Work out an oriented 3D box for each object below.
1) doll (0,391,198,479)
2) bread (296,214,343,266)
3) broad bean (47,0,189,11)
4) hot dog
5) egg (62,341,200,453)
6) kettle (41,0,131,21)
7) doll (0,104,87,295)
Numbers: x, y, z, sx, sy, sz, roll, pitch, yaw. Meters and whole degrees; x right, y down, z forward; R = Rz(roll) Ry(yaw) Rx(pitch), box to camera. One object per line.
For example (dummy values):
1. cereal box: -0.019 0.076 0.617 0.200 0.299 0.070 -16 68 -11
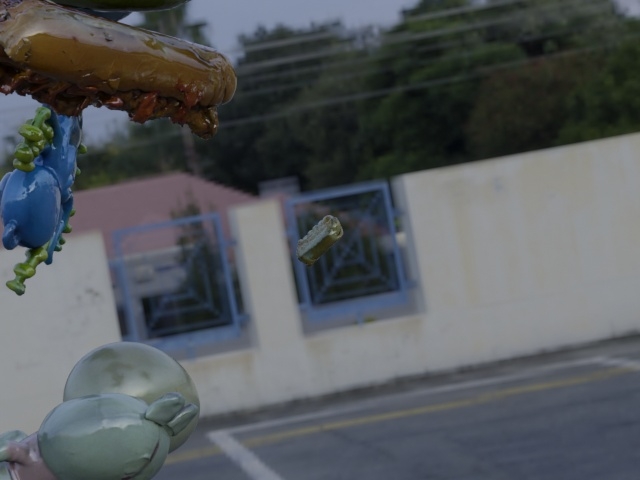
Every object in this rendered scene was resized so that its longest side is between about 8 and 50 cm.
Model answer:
1. doll: -0.263 0.233 1.535 0.275 0.113 0.155 -13 -32 18
2. bread: 0.000 0.000 2.066 0.034 0.049 0.088 30 -63 -33
3. broad bean: -0.246 -0.352 1.711 0.291 0.119 0.238 -8 42 -28
4. hot dog: -0.245 -0.187 1.569 0.158 0.117 0.349 20 7 40
5. egg: -0.293 0.258 2.248 0.189 0.188 0.254 -9 -23 32
6. kettle: -0.356 -0.443 2.016 0.319 0.247 0.342 -32 -34 28
7. doll: -0.470 -0.117 2.389 0.099 0.346 0.341 11 45 3
